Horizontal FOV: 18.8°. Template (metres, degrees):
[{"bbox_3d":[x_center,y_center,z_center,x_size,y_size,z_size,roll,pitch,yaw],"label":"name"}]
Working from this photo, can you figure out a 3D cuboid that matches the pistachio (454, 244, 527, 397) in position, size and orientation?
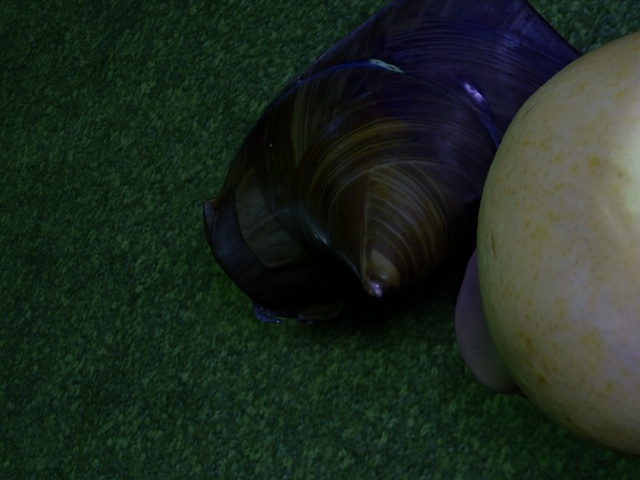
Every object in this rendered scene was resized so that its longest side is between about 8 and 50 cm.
[{"bbox_3d":[0.178,0.027,1.498,0.129,0.131,0.206,129,159,-70],"label":"pistachio"}]

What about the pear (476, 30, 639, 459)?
[{"bbox_3d":[0.251,-0.001,1.254,0.309,0.309,0.309,-34,41,36],"label":"pear"}]

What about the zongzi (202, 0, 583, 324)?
[{"bbox_3d":[0.000,0.000,1.615,0.403,0.208,0.432,-37,14,39],"label":"zongzi"}]
